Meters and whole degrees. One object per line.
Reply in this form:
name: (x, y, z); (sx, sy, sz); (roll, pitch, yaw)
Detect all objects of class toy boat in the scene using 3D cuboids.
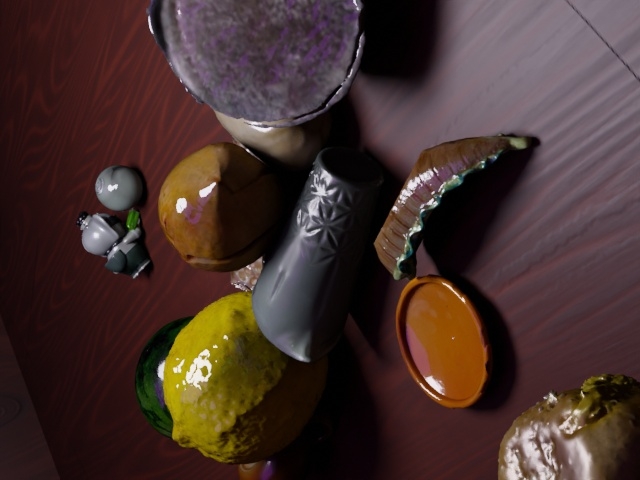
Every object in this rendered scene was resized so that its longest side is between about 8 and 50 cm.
toy boat: (0.151, -0.059, 1.216); (0.099, 0.108, 0.293); (34, 135, -1)

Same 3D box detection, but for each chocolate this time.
chocolate: (-0.110, -0.051, 1.638); (0.102, 0.065, 0.329); (20, 123, 23)
chocolate: (-0.057, -0.326, 1.300); (0.303, 0.213, 0.303); (7, 116, 13)

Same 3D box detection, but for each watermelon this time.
watermelon: (-0.231, 0.264, 1.794); (0.242, 0.242, 0.242); (29, 126, 48)

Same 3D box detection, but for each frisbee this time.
frisbee: (0.175, 0.138, 1.312); (0.192, 0.035, 0.192); (27, 124, 49)

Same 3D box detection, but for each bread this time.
bread: (0.322, 0.228, 0.965); (0.196, 0.246, 0.176); (-9, 68, 62)

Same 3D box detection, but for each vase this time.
vase: (0.000, 0.000, 1.439); (0.251, 0.156, 0.300); (-107, 29, -48)

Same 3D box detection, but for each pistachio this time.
pistachio: (-0.076, -0.192, 1.455); (0.238, 0.138, 0.153); (39, 127, 36)

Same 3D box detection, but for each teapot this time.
teapot: (-0.054, 0.376, 1.700); (0.252, 0.135, 0.178); (-45, 34, 35)

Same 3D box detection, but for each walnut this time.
walnut: (-0.159, -0.049, 1.463); (0.298, 0.203, 0.203); (103, 147, -79)

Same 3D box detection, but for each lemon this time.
lemon: (-0.118, 0.219, 1.571); (0.268, 0.321, 0.268); (37, 173, 5)

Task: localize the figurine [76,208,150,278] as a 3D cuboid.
figurine: (-0.474, 0.001, 2.153); (0.192, 0.126, 0.147); (40, 133, -6)

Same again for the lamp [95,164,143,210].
lamp: (-0.443, -0.116, 2.083); (0.105, 0.105, 0.105); (29, 126, 48)
